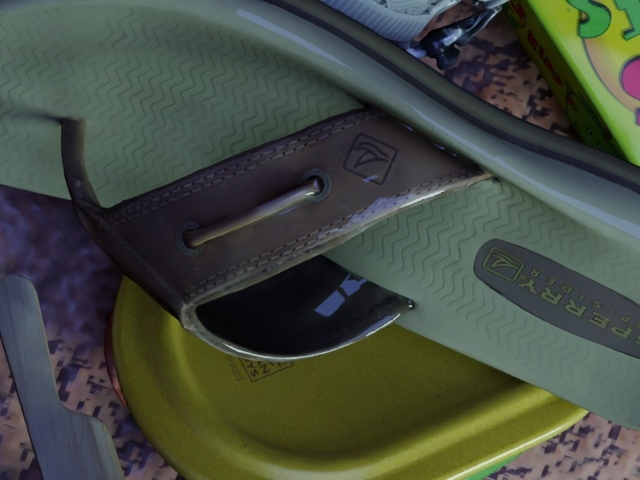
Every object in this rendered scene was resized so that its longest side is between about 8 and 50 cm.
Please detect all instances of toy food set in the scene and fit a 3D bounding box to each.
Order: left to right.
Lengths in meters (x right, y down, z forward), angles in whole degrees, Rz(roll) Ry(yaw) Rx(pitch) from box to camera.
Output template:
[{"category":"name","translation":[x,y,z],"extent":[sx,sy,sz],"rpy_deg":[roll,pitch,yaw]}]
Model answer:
[{"category":"toy food set","translation":[-0.002,0.043,0.618],"extent":[0.218,0.071,0.128],"rpy_deg":[-20,64,-20]}]

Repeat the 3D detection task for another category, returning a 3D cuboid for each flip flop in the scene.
[{"category":"flip flop","translation":[0.000,0.000,0.541],"extent":[0.277,0.112,0.080],"rpy_deg":[24,53,0]}]

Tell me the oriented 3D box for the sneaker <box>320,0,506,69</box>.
[{"category":"sneaker","translation":[0.025,-0.096,0.577],"extent":[0.281,0.105,0.115],"rpy_deg":[-1,110,19]}]

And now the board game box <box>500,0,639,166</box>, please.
[{"category":"board game box","translation":[0.105,-0.101,0.630],"extent":[0.092,0.043,0.181],"rpy_deg":[-32,86,-6]}]
